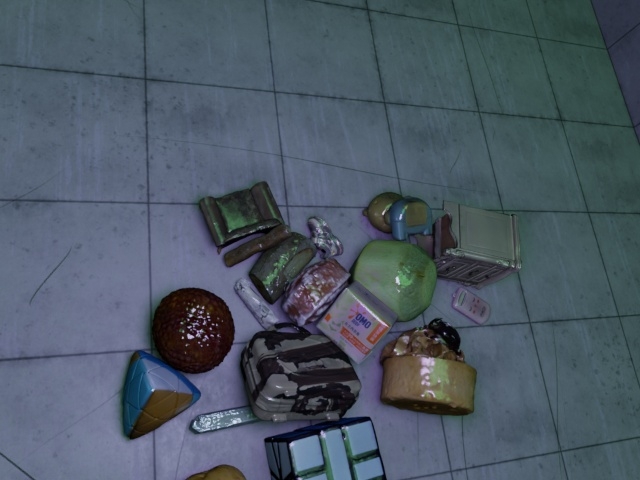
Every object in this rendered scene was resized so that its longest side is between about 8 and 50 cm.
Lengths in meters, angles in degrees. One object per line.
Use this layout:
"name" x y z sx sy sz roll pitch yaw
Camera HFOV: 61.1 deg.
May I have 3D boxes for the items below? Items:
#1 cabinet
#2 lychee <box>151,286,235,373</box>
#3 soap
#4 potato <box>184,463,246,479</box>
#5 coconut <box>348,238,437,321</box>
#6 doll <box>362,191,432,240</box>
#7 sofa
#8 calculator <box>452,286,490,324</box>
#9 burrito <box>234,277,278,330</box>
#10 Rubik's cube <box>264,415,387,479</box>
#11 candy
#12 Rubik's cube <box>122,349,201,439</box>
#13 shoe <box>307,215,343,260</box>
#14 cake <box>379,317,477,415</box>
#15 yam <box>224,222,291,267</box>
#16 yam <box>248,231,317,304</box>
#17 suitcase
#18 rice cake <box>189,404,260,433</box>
"cabinet" 0.544 0.027 2.075 0.317 0.290 0.228 10 68 -16
"lychee" -0.385 0.272 1.660 0.260 0.260 0.261 7 68 -18
"soap" 0.122 0.264 1.772 0.199 0.182 0.138 41 17 12
"potato" -0.305 0.758 1.529 0.285 0.242 0.243 -6 73 -16
"coconut" 0.240 0.141 1.933 0.281 0.328 0.329 28 53 -58
"doll" 0.287 -0.098 2.051 0.176 0.260 0.162 -12 105 -23
"sofa" -0.272 -0.093 1.869 0.258 0.182 0.200 -18 77 -25
"calculator" 0.596 0.258 2.151 0.175 0.032 0.100 32 63 -6
"burrito" -0.218 0.217 1.842 0.064 0.064 0.203 -35 86 -28
"Rubik's cube" 0.017 0.702 1.625 0.283 0.288 0.294 -9 77 -24
"candy" -0.018 0.169 1.839 0.157 0.214 0.289 47 37 3
"Rubik's cube" -0.501 0.414 1.574 0.254 0.254 0.255 7 68 -18
"shoe" 0.000 0.000 1.995 0.092 0.089 0.180 -40 95 -26
"cake" 0.371 0.415 1.848 0.332 0.332 0.321 16 64 -15
"yam" -0.217 0.017 1.839 0.252 0.061 0.061 -26 79 12
"yam" -0.139 0.083 1.879 0.154 0.154 0.254 42 67 -2
"suitcase" -0.076 0.411 1.722 0.351 0.194 0.339 9 30 -29
"rice cake" -0.241 0.551 1.703 0.336 0.066 0.063 -3 67 -22
